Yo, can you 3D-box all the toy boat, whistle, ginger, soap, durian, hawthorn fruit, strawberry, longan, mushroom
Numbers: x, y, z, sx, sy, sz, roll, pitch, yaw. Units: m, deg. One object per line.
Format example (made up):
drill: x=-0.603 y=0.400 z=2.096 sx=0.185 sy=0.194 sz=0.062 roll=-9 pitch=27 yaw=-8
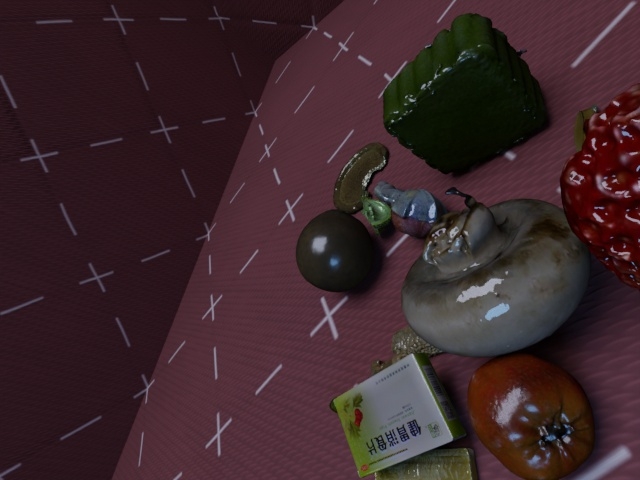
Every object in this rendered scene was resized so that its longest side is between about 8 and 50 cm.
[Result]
toy boat: x=0.586 y=-0.237 z=0.884 sx=0.047 sy=0.049 sz=0.149 roll=87 pitch=-162 yaw=-63
whistle: x=0.247 y=-0.098 z=1.175 sx=0.143 sy=0.133 sz=0.346 roll=-16 pitch=26 yaw=-12
ginger: x=0.166 y=0.319 z=1.004 sx=0.173 sy=0.051 sz=0.069 roll=-38 pitch=30 yaw=59
soap: x=0.214 y=0.492 z=0.857 sx=0.252 sy=0.037 sz=0.092 roll=-29 pitch=46 yaw=41
durian: x=0.177 y=-0.089 z=1.302 sx=0.086 sy=0.100 sz=0.215 roll=-46 pitch=27 yaw=23
hawthorn fruit: x=0.349 y=0.287 z=0.716 sx=0.196 sy=0.197 sz=0.225 roll=-60 pitch=7 yaw=3
strawberry: x=0.480 y=-0.015 z=0.517 sx=0.296 sy=0.317 sz=0.344 roll=-6 pitch=75 yaw=19
longan: x=0.045 y=0.031 z=1.258 sx=0.258 sy=0.258 sz=0.257 roll=-35 pitch=41 yaw=37
mushroom: x=0.306 y=0.044 z=0.790 sx=0.362 sy=0.294 sz=0.362 roll=-37 pitch=11 yaw=9

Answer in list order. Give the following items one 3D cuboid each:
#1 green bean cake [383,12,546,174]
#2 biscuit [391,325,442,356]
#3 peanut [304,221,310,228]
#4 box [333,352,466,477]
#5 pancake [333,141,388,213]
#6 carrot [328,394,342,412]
green bean cake: x=0.360 y=-0.366 z=1.042 sx=0.335 sy=0.319 sz=0.217 roll=-31 pitch=42 yaw=39
biscuit: x=0.247 y=0.238 z=0.980 sx=0.169 sy=0.071 sz=0.081 roll=-34 pitch=34 yaw=43
peanut: x=0.000 y=0.000 z=1.497 sx=0.099 sy=0.090 sz=0.214 roll=-40 pitch=39 yaw=15
box: x=0.158 y=0.379 z=0.881 sx=0.260 sy=0.062 sz=0.175 roll=-42 pitch=54 yaw=31
pancake: x=0.147 y=-0.233 z=1.520 sx=0.288 sy=0.033 sz=0.285 roll=-44 pitch=35 yaw=26
carrot: x=0.138 y=0.398 z=1.009 sx=0.359 sy=0.074 sz=0.074 roll=-29 pitch=44 yaw=43
